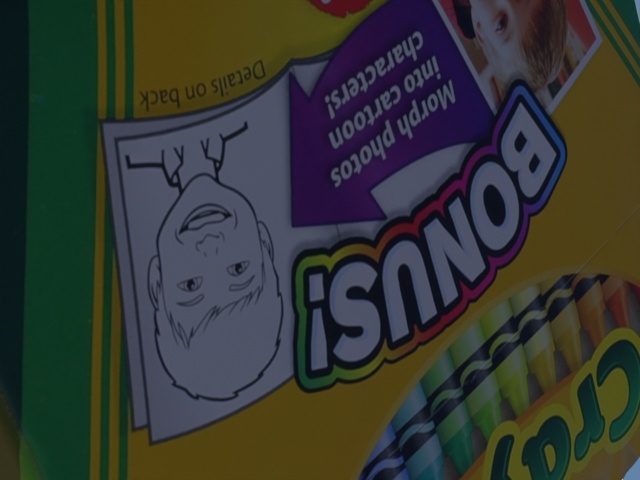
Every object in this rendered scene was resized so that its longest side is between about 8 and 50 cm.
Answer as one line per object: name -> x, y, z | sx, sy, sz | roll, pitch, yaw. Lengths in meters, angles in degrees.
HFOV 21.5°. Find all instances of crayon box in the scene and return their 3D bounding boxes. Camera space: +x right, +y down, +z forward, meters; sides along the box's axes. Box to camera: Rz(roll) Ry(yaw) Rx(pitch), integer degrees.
crayon box -> 0.000, 0.000, 0.631 | 0.106, 0.363, 0.313 | 1, -61, 43
